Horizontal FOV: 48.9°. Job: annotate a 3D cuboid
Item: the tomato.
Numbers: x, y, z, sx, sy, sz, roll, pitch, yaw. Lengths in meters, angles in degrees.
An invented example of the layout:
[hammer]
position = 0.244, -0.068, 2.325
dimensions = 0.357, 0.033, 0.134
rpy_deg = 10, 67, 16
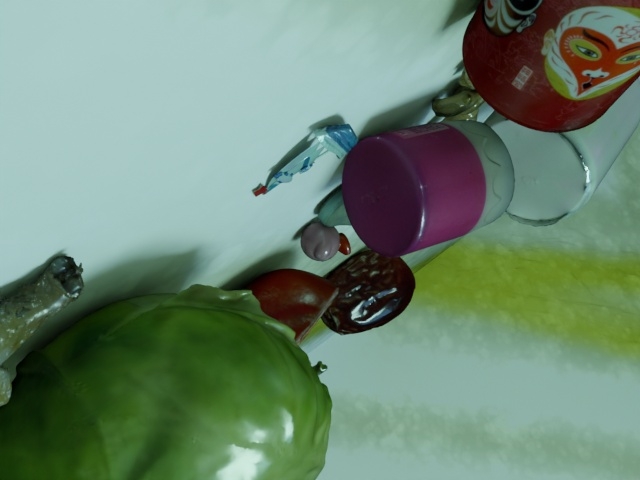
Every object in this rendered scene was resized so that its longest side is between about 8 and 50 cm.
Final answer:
[tomato]
position = -0.113, 0.169, 1.211
dimensions = 0.338, 0.143, 0.338
rpy_deg = -53, 178, -3

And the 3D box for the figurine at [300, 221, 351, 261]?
[figurine]
position = 0.000, 0.000, 1.185
dimensions = 0.071, 0.083, 0.067
rpy_deg = -23, 119, -25

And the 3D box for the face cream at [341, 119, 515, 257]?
[face cream]
position = 0.155, -0.080, 1.020
dimensions = 0.194, 0.175, 0.175
rpy_deg = -18, 158, -34

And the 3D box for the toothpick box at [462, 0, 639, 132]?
[toothpick box]
position = 0.291, -0.278, 0.708
dimensions = 0.204, 0.204, 0.333
rpy_deg = -35, 168, -19

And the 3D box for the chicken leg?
[chicken leg]
position = -0.299, 0.093, 0.631
dimensions = 0.196, 0.080, 0.125
rpy_deg = -26, 150, -48

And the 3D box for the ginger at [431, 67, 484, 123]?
[ginger]
position = 0.226, -0.218, 1.084
dimensions = 0.149, 0.065, 0.258
rpy_deg = -11, 162, -43

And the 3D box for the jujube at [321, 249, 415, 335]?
[jujube]
position = 0.114, 0.124, 1.704
dimensions = 0.243, 0.183, 0.183
rpy_deg = -25, 163, -25

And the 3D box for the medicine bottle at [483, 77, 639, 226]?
[medicine bottle]
position = 0.435, -0.213, 1.236
dimensions = 0.378, 0.213, 0.213
rpy_deg = -44, 173, -35

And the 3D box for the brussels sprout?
[brussels sprout]
position = -0.215, 0.241, 0.848
dimensions = 0.425, 0.342, 0.361
rpy_deg = -46, 139, 14

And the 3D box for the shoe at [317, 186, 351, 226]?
[shoe]
position = 0.118, -0.068, 1.162
dimensions = 0.251, 0.100, 0.103
rpy_deg = -28, 171, -14

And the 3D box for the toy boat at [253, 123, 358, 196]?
[toy boat]
position = -0.019, -0.105, 0.865
dimensions = 0.149, 0.034, 0.105
rpy_deg = -23, 167, -12
